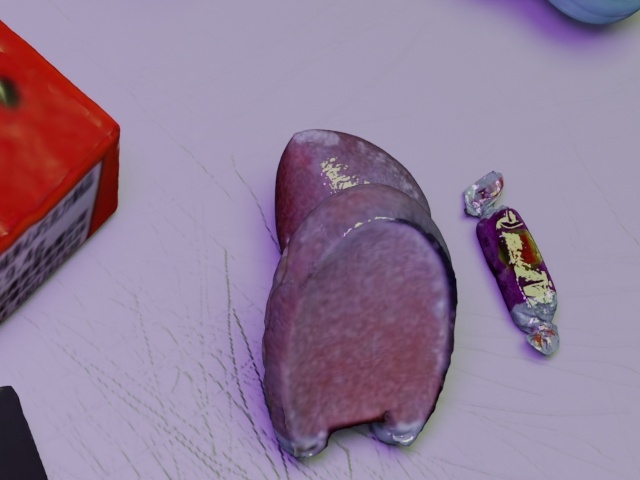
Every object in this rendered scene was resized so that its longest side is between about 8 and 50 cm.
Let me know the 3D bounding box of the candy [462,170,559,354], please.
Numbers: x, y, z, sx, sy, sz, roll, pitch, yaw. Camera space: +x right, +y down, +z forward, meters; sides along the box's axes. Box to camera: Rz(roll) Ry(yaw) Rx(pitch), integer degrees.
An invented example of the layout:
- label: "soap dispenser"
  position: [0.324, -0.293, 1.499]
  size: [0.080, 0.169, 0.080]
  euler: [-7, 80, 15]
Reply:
- label: "candy"
  position: [0.168, 0.018, 1.552]
  size: [0.045, 0.043, 0.175]
  euler: [-17, 70, -15]

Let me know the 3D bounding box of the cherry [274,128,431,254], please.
- label: "cherry"
  position: [-0.003, -0.005, 1.468]
  size: [0.188, 0.148, 0.115]
  euler: [-34, 33, -10]

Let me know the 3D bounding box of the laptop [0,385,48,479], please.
- label: "laptop"
  position: [-0.247, 0.214, 1.285]
  size: [0.135, 0.016, 0.197]
  euler: [-20, 95, -28]

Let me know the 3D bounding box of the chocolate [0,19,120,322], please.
- label: "chocolate"
  position: [-0.364, -0.061, 1.339]
  size: [0.341, 0.161, 0.360]
  euler: [42, 58, 1]

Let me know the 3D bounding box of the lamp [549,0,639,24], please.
- label: "lamp"
  position: [0.203, -0.321, 1.680]
  size: [0.284, 0.147, 0.209]
  euler: [38, 60, 13]

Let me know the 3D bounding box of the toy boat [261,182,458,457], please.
- label: "toy boat"
  position: [0.025, 0.059, 1.405]
  size: [0.155, 0.227, 0.085]
  euler: [-4, 27, -19]
